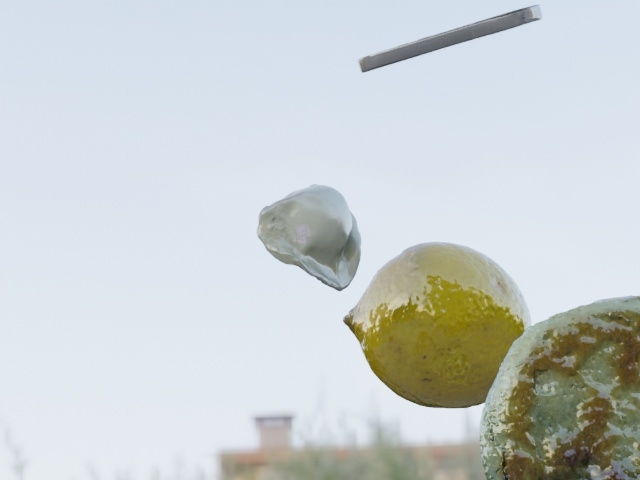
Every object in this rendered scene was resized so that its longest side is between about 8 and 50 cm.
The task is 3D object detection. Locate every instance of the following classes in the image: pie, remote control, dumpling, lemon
[{"bbox_3d":[0.281,0.184,1.423,0.303,0.302,0.067,0,-21,-7],"label":"pie"},{"bbox_3d":[0.150,-0.237,1.927,0.245,0.022,0.077,-14,6,35],"label":"remote control"},{"bbox_3d":[0.002,-0.001,2.019,0.100,0.134,0.169,-32,-8,11],"label":"dumpling"},{"bbox_3d":[0.176,0.121,2.252,0.253,0.228,0.228,26,-31,-26],"label":"lemon"}]
